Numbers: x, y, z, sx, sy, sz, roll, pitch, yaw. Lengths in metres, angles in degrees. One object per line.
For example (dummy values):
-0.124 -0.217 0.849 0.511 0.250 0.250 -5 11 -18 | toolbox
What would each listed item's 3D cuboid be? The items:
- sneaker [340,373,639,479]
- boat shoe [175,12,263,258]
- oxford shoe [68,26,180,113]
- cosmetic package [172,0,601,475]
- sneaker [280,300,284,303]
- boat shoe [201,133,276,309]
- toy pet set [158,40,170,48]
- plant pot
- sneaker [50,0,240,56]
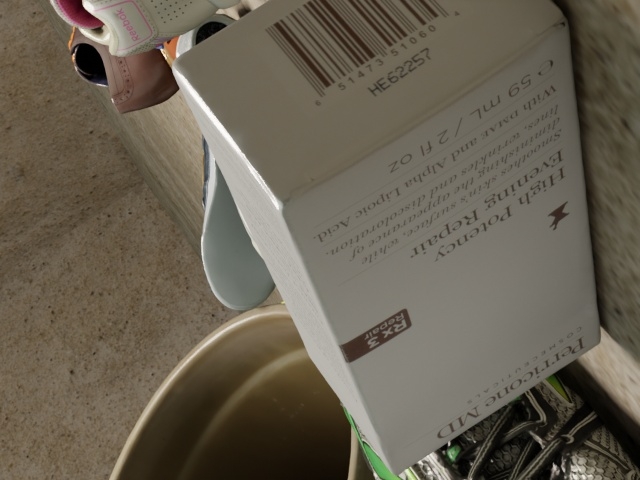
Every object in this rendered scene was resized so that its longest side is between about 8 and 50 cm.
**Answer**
0.071 0.101 0.755 0.146 0.134 0.343 60 173 -24 | sneaker
-0.032 -0.053 0.986 0.227 0.079 0.081 60 177 -2 | boat shoe
-0.209 -0.214 1.389 0.271 0.098 0.097 50 171 46 | oxford shoe
0.037 -0.008 0.565 0.085 0.117 0.231 53 173 34 | cosmetic package
0.051 0.122 1.289 0.240 0.091 0.126 48 -152 -22 | sneaker
-0.057 -0.041 1.097 0.083 0.065 0.183 -135 44 -87 | boat shoe
-0.149 -0.204 1.164 0.122 0.065 0.114 56 173 6 | toy pet set
0.023 0.246 1.083 0.280 0.323 0.323 28 -171 -32 | plant pot
-0.130 -0.189 0.908 0.103 0.111 0.252 61 172 -30 | sneaker
